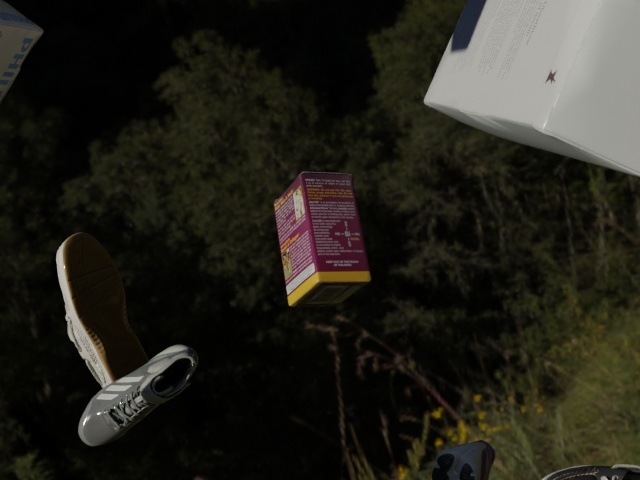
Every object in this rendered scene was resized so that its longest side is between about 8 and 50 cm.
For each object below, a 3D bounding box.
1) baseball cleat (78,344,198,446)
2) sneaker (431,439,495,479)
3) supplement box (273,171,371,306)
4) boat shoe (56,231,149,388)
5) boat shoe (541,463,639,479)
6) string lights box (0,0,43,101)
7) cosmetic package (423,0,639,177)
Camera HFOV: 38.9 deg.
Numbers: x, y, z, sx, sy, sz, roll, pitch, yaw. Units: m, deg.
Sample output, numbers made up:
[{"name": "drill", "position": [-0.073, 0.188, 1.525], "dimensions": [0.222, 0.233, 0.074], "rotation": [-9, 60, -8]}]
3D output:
[{"name": "baseball cleat", "position": [-0.262, 0.221, 1.282], "dimensions": [0.206, 0.072, 0.109], "rotation": [-42, 8, -5]}, {"name": "sneaker", "position": [0.148, 0.284, 0.948], "dimensions": [0.071, 0.170, 0.068], "rotation": [-10, 35, -44]}, {"name": "supplement box", "position": [0.000, 0.000, 0.646], "dimensions": [0.043, 0.083, 0.055], "rotation": [0, -21, -25]}, {"name": "boat shoe", "position": [-0.354, 0.123, 1.401], "dimensions": [0.096, 0.277, 0.098], "rotation": [-5, 17, 42]}, {"name": "boat shoe", "position": [0.225, 0.189, 0.671], "dimensions": [0.125, 0.046, 0.038], "rotation": [9, -27, -7]}, {"name": "string lights box", "position": [-0.372, -0.194, 0.733], "dimensions": [0.133, 0.260, 0.077], "rotation": [-54, -5, 13]}, {"name": "cosmetic package", "position": [0.227, -0.251, 0.681], "dimensions": [0.097, 0.377, 0.284], "rotation": [22, 8, -11]}]
